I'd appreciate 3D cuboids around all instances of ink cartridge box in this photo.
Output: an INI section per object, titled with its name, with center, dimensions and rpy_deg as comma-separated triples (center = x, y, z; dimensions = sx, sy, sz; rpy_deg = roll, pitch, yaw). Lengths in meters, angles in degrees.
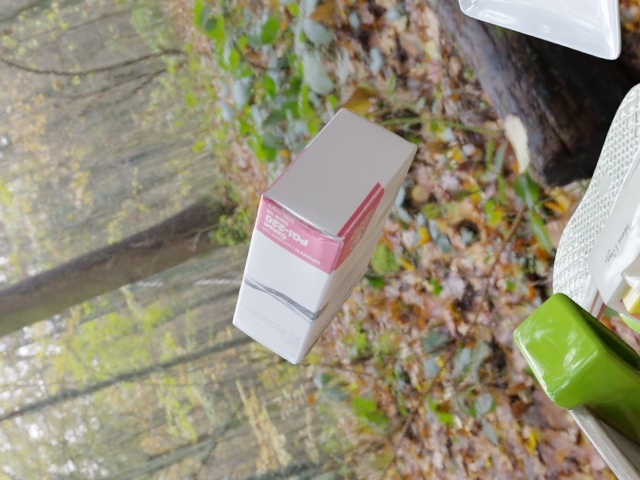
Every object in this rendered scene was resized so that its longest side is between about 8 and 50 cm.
[ink cartridge box]
center = 0.000, 0.000, 0.812
dimensions = 0.092, 0.158, 0.217
rpy_deg = 30, 141, 11

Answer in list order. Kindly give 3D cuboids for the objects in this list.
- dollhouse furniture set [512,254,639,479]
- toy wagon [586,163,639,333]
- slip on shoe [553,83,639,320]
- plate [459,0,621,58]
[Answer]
[dollhouse furniture set]
center = 0.273, 0.024, 0.354
dimensions = 0.198, 0.301, 0.151
rpy_deg = 34, -162, -33
[toy wagon]
center = 0.358, -0.028, 0.524
dimensions = 0.267, 0.345, 0.068
rpy_deg = 92, 168, -57
[slip on shoe]
center = 0.353, -0.018, 0.919
dimensions = 0.123, 0.101, 0.331
rpy_deg = -93, 14, -58
[plate]
center = 0.289, -0.398, 1.080
dimensions = 0.277, 0.045, 0.278
rpy_deg = 31, 155, 38
